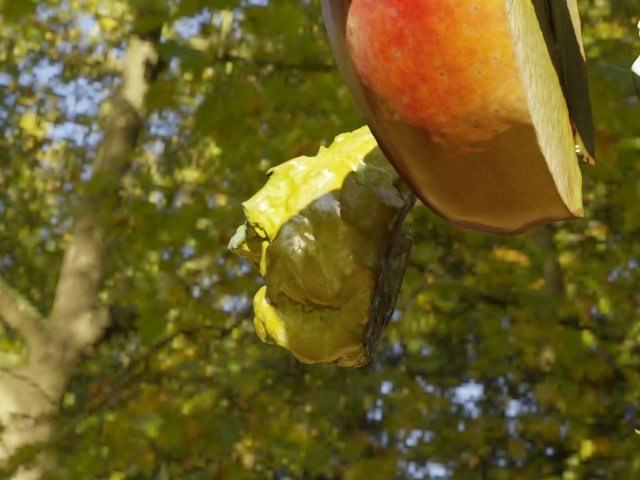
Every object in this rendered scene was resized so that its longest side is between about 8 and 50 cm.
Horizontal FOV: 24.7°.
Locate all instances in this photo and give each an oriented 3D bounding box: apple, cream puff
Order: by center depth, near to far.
[{"bbox_3d":[0.147,-0.193,1.209,0.295,0.328,0.365,22,-50,56],"label":"apple"},{"bbox_3d":[0.001,-0.001,1.540,0.185,0.282,0.282,14,-28,11],"label":"cream puff"}]

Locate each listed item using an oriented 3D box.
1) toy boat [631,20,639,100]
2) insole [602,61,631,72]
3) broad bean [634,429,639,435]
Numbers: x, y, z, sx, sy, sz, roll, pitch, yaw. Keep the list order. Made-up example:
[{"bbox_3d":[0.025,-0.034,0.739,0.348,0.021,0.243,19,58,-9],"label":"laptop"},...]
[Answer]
[{"bbox_3d":[0.303,-0.191,0.992,0.085,0.260,0.078,40,-6,33],"label":"toy boat"},{"bbox_3d":[0.401,-0.211,1.853,0.053,0.002,0.152,19,9,-21],"label":"insole"},{"bbox_3d":[0.380,0.301,1.617,0.069,0.039,0.227,29,-44,44],"label":"broad bean"}]
